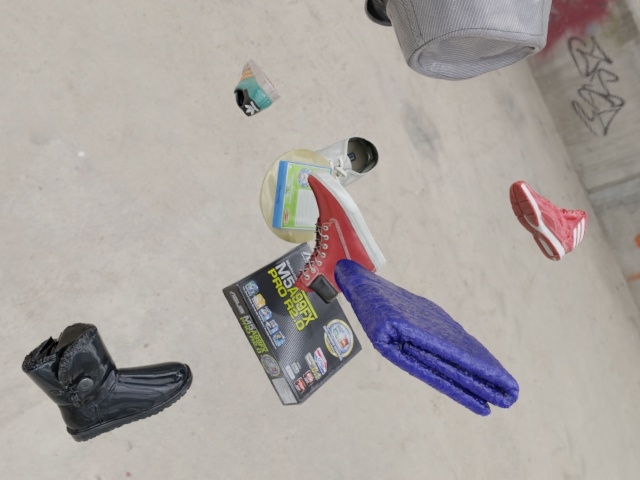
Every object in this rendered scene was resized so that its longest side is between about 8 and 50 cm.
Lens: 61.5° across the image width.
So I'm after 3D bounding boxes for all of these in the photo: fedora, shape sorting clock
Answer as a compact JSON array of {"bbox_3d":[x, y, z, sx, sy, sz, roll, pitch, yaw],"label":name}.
[{"bbox_3d":[0.190,-0.273,0.647,0.276,0.244,0.124,-12,89,-38],"label":"fedora"},{"bbox_3d":[-0.043,-0.096,1.172,0.206,0.040,0.206,-11,106,-41],"label":"shape sorting clock"}]

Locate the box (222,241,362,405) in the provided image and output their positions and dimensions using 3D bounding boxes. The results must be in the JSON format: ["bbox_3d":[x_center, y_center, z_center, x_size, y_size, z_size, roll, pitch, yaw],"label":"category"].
[{"bbox_3d":[-0.051,0.166,1.113,0.216,0.060,0.270,-30,94,-44],"label":"box"}]

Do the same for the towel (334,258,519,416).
[{"bbox_3d":[0.134,0.135,0.808,0.228,0.308,0.076,27,97,-13],"label":"towel"}]

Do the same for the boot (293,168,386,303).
[{"bbox_3d":[0.000,0.000,1.031,0.176,0.088,0.244,-33,111,-6],"label":"boot"}]

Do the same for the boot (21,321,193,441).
[{"bbox_3d":[-0.371,0.233,0.965,0.247,0.094,0.207,-22,125,-17],"label":"boot"}]

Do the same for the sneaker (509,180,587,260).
[{"bbox_3d":[0.571,-0.071,1.338,0.128,0.087,0.221,-31,95,-12],"label":"sneaker"}]

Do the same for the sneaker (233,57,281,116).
[{"bbox_3d":[-0.209,-0.454,1.602,0.108,0.121,0.302,49,7,-30],"label":"sneaker"}]

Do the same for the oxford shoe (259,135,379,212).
[{"bbox_3d":[0.007,-0.197,1.607,0.449,0.130,0.169,-33,108,-29],"label":"oxford shoe"}]
